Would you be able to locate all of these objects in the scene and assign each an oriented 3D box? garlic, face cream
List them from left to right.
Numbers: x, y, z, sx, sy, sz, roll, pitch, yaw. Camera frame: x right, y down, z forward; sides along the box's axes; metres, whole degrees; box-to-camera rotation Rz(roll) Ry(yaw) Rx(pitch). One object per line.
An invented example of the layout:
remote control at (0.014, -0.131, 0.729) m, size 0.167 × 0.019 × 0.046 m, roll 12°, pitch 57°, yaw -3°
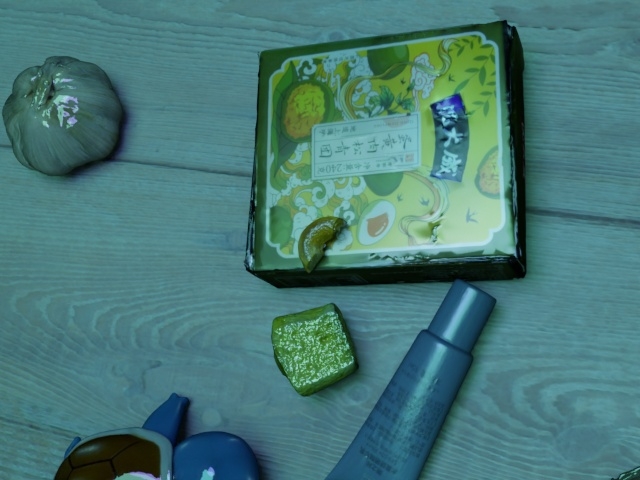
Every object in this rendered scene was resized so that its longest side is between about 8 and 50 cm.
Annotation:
garlic at (-0.465, -0.227, 1.616) m, size 0.227 × 0.152 × 0.228 m, roll -3°, pitch 80°, yaw 16°
face cream at (0.138, 0.239, 1.326) m, size 0.135 × 0.086 × 0.385 m, roll 28°, pitch 91°, yaw 26°

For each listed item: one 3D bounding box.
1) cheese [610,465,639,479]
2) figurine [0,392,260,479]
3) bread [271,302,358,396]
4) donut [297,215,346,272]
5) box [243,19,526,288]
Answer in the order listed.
cheese at (0.470, 0.382, 1.170) m, size 0.175 × 0.091 × 0.203 m, roll -23°, pitch 69°, yaw 13°
figurine at (-0.299, 0.377, 1.381) m, size 0.416 × 0.243 × 0.298 m, roll -5°, pitch 63°, yaw -4°
bread at (-0.009, 0.163, 1.379) m, size 0.114 × 0.111 × 0.129 m, roll -21°, pitch 88°, yaw 7°
donut at (0.000, 0.000, 1.314) m, size 0.083 × 0.038 × 0.067 m, roll -24°, pitch 68°, yaw 15°
box at (0.102, -0.124, 1.405) m, size 0.420 × 0.138 × 0.373 m, roll -3°, pitch 74°, yaw 18°
